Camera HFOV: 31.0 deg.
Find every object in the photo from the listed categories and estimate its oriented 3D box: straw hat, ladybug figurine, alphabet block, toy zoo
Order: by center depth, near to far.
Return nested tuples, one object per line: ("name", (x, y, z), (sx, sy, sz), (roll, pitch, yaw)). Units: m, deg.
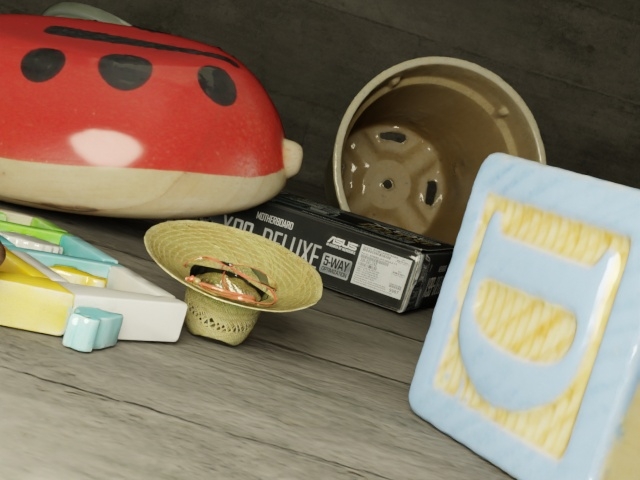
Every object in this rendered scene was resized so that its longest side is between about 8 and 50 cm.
("alphabet block", (0.207, 0.067, 0.769), (0.197, 0.193, 0.192), (14, 8, -32))
("toy zoo", (-0.223, 0.015, 0.797), (0.192, 0.030, 0.293), (13, 7, -39))
("straw hat", (-0.071, 0.042, 0.840), (0.144, 0.061, 0.144), (16, 19, -6))
("ladybug figurine", (-0.238, -0.140, 1.234), (0.449, 0.162, 0.305), (8, 23, -3))

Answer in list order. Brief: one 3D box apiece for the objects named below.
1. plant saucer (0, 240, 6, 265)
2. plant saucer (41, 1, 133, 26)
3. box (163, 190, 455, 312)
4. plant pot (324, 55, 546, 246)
("plant saucer", (-0.279, -0.013, 0.652), (0.198, 0.036, 0.198), (7, 13, -2))
("plant saucer", (-0.349, -0.231, 2.003), (0.400, 0.100, 0.400), (28, -24, 14))
("box", (0.000, 0.000, 1.400), (0.307, 0.077, 0.242), (18, 6, 18))
("plant pot", (0.146, -0.099, 1.849), (0.333, 0.334, 0.305), (16, -6, -12))
